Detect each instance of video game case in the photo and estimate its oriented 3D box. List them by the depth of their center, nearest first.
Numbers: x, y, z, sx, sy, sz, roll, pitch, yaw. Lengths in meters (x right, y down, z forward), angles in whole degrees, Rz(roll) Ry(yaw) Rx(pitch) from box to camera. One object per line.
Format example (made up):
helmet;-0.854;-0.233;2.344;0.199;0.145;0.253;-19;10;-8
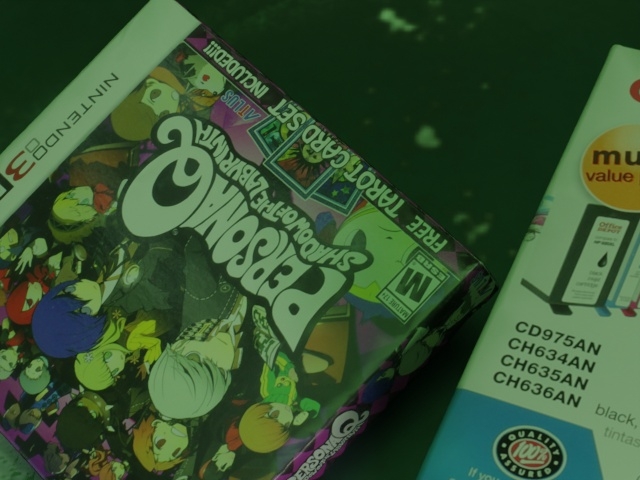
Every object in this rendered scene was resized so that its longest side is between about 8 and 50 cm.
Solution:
video game case;-0.070;0.022;0.843;0.210;0.042;0.232;-46;63;-3

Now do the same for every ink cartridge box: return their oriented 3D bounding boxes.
ink cartridge box;0.159;0.071;0.739;0.171;0.168;0.233;18;61;18

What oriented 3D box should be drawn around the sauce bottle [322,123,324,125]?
sauce bottle;0.000;0.000;0.876;0.042;0.042;0.128;-13;56;-2
